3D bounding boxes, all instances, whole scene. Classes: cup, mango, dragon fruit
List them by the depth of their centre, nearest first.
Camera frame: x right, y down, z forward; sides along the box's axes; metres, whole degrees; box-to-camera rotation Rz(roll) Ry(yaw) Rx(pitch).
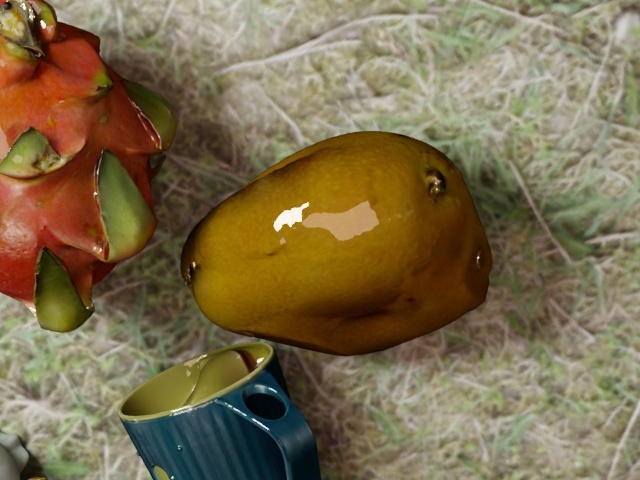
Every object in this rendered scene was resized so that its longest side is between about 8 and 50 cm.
[{"bbox_3d":[-0.221,-0.066,1.400,0.224,0.224,0.227,-31,139,7],"label":"dragon fruit"},{"bbox_3d":[0.000,0.000,1.443,0.236,0.166,0.136,-27,54,26],"label":"mango"},{"bbox_3d":[-0.058,0.175,1.470,0.131,0.176,0.155,-30,106,-31],"label":"cup"}]

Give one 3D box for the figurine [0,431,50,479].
[{"bbox_3d":[-0.258,0.228,1.508,0.271,0.143,0.143,30,100,19],"label":"figurine"}]
